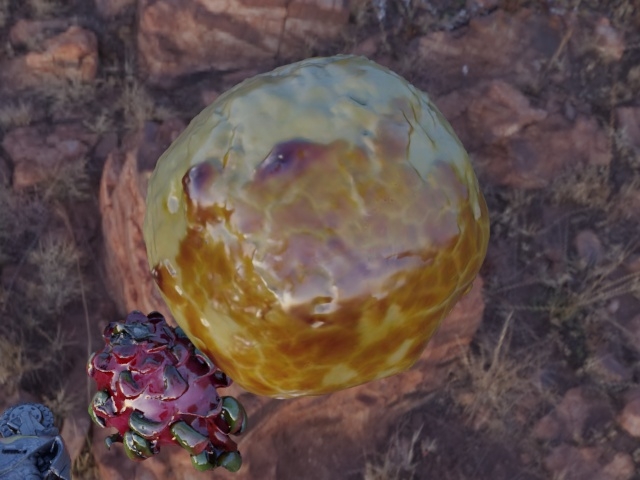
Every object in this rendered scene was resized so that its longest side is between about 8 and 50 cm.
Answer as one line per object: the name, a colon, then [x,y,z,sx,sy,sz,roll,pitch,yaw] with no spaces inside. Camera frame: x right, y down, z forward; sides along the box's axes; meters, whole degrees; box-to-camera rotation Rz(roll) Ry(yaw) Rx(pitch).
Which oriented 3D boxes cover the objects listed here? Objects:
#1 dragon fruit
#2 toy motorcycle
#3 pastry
dragon fruit: [-0.214,0.227,1.318,0.273,0.198,0.218,22,48,-8]
toy motorcycle: [-0.465,0.351,1.280,0.173,0.108,0.307,23,38,13]
pastry: [0.000,0.000,0.964,0.389,0.388,0.312,-7,47,-16]
